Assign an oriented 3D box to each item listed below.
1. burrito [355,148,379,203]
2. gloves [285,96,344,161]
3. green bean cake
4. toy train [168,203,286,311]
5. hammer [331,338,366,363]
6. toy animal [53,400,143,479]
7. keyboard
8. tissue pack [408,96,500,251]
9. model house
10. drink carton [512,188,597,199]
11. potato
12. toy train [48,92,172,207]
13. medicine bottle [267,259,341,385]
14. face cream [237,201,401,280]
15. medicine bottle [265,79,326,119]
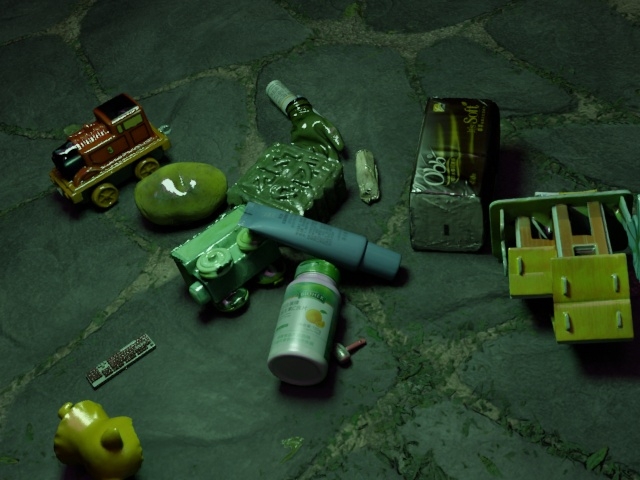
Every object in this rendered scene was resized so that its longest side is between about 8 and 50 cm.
[{"bbox_3d":[0.124,-0.170,2.148,0.058,0.045,0.188,-26,44,24],"label":"burrito"},{"bbox_3d":[-0.016,-0.284,2.241,0.135,0.107,0.268,-30,55,8],"label":"gloves"},{"bbox_3d":[-0.088,-0.120,2.098,0.241,0.132,0.255,26,58,27],"label":"green bean cake"},{"bbox_3d":[-0.215,0.045,1.957,0.271,0.159,0.188,-37,41,-21],"label":"toy train"},{"bbox_3d":[0.066,0.239,1.795,0.083,0.031,0.052,-23,49,-23],"label":"hammer"},{"bbox_3d":[-0.465,0.413,1.670,0.229,0.156,0.156,16,53,40],"label":"toy animal"},{"bbox_3d":[-0.464,0.278,1.886,0.166,0.017,0.055,-35,50,-19],"label":"keyboard"},{"bbox_3d":[0.331,-0.160,1.985,0.198,0.210,0.370,7,48,11],"label":"tissue pack"},{"bbox_3d":[0.509,0.042,1.663,0.300,0.340,0.324,-4,51,11],"label":"model house"},{"bbox_3d":[0.559,-0.075,1.935,0.200,0.074,0.084,-2,47,13],"label":"drink carton"},{"bbox_3d":[-0.367,-0.123,2.156,0.248,0.143,0.169,-14,84,-6],"label":"potato"},{"bbox_3d":[-0.583,-0.255,2.265,0.369,0.232,0.163,-35,47,-20],"label":"toy train"},{"bbox_3d":[-0.027,0.175,1.801,0.133,0.133,0.274,1,47,14],"label":"medicine bottle"},{"bbox_3d":[0.000,0.000,1.898,0.385,0.086,0.135,20,26,-2],"label":"face cream"},{"bbox_3d":[-0.070,-0.396,2.397,0.092,0.061,0.221,-16,48,-31],"label":"medicine bottle"}]
